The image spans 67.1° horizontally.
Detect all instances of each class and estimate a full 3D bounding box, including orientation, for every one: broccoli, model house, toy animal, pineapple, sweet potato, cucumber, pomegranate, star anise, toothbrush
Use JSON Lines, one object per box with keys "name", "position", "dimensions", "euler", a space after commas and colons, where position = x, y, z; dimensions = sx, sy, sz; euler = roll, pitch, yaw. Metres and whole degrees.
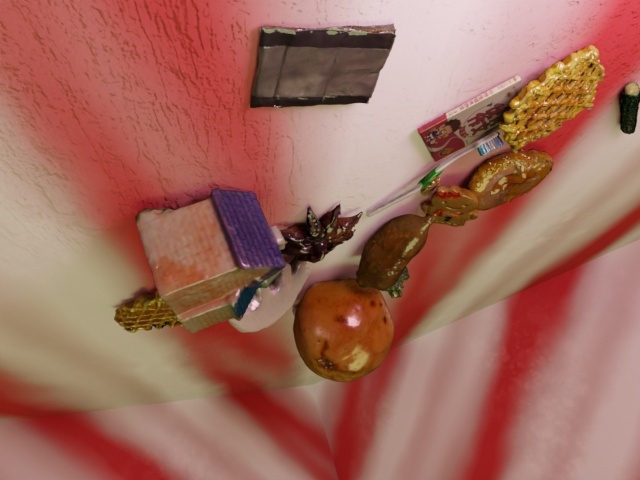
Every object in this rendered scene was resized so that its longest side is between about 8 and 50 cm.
{"name": "broccoli", "position": [0.262, 0.144, 1.801], "dimensions": [0.145, 0.138, 0.162], "euler": [-24, -163, -10]}
{"name": "model house", "position": [-0.225, 0.042, 1.122], "dimensions": [0.280, 0.245, 0.312], "euler": [-22, 158, -11]}
{"name": "toy animal", "position": [-0.186, 0.132, 1.440], "dimensions": [0.188, 0.308, 0.266], "euler": [11, 153, 37]}
{"name": "pineapple", "position": [0.297, -0.145, 1.328], "dimensions": [0.045, 0.019, 0.083], "euler": [-11, 158, -23]}
{"name": "sweet potato", "position": [0.223, 0.022, 1.486], "dimensions": [0.157, 0.158, 0.370], "euler": [-4, 142, -28]}
{"name": "cucumber", "position": [0.798, -0.331, 1.247], "dimensions": [0.044, 0.043, 0.256], "euler": [-23, 157, 24]}
{"name": "pomegranate", "position": [0.090, 0.308, 1.768], "dimensions": [0.409, 0.410, 0.410], "euler": [-15, 156, -7]}
{"name": "star anise", "position": [0.000, 0.000, 1.332], "dimensions": [0.271, 0.103, 0.272], "euler": [-16, 154, -8]}
{"name": "toothbrush", "position": [0.275, -0.160, 1.245], "dimensions": [0.417, 0.040, 0.042], "euler": [-29, 174, 38]}

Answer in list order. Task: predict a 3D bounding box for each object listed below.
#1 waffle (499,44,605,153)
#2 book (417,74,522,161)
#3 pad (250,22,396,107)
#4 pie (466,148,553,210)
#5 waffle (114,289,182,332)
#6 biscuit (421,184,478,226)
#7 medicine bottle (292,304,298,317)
{"name": "waffle", "position": [0.510, -0.304, 1.068], "dimensions": [0.245, 0.052, 0.254], "euler": [-35, 154, 13]}
{"name": "book", "position": [0.345, -0.268, 1.093], "dimensions": [0.231, 0.022, 0.162], "euler": [-25, 157, 17]}
{"name": "pad", "position": [0.003, -0.289, 0.812], "dimensions": [0.232, 0.022, 0.174], "euler": [-8, 155, -19]}
{"name": "pie", "position": [0.533, -0.173, 1.375], "dimensions": [0.273, 0.069, 0.273], "euler": [-18, 154, -9]}
{"name": "waffle", "position": [-0.484, 0.219, 1.516], "dimensions": [0.283, 0.065, 0.309], "euler": [-23, 152, 5]}
{"name": "biscuit", "position": [0.378, -0.093, 1.393], "dimensions": [0.165, 0.036, 0.225], "euler": [12, 160, 4]}
{"name": "medicine bottle", "position": [-0.061, 0.277, 1.933], "dimensions": [0.091, 0.058, 0.058], "euler": [-30, 153, 25]}
